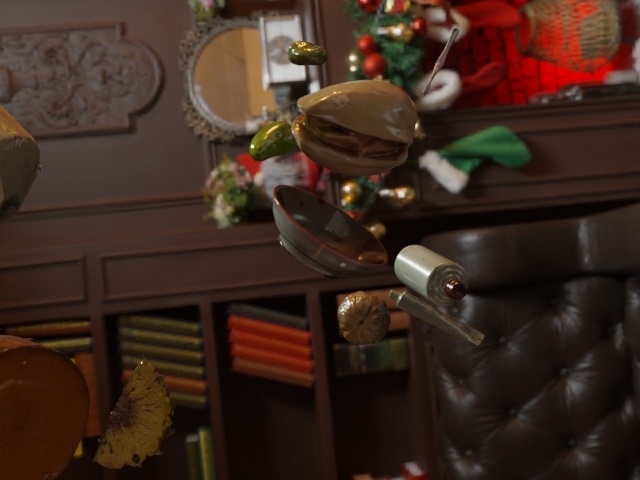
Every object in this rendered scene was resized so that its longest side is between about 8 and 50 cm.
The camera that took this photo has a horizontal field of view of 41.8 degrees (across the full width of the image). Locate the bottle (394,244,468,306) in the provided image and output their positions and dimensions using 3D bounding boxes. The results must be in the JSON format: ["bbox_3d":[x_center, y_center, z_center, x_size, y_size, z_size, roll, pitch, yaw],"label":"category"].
[{"bbox_3d":[0.258,0.083,1.890,0.245,0.104,0.104,-144,47,-69],"label":"bottle"}]

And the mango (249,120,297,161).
[{"bbox_3d":[-0.110,-0.232,1.953,0.165,0.091,0.074,-46,-45,-57],"label":"mango"}]

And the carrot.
[{"bbox_3d":[-0.506,0.284,1.331,0.307,0.100,0.258,-18,-76,-63],"label":"carrot"}]

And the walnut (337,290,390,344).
[{"bbox_3d":[0.124,0.221,2.382,0.184,0.155,0.155,-11,-85,-77],"label":"walnut"}]

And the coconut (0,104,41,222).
[{"bbox_3d":[-0.615,-0.133,1.460,0.244,0.239,0.239,49,166,8],"label":"coconut"}]

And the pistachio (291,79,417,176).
[{"bbox_3d":[0.074,-0.232,1.694,0.214,0.318,0.193,40,117,39],"label":"pistachio"}]

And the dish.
[{"bbox_3d":[0.000,0.000,1.620,0.085,0.260,0.260,-56,23,17],"label":"dish"}]

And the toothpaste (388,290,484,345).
[{"bbox_3d":[0.243,0.162,1.770,0.064,0.218,0.041,-30,-35,-63],"label":"toothpaste"}]

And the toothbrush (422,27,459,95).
[{"bbox_3d":[0.283,-0.421,1.962,0.204,0.017,0.022,-63,-5,-19],"label":"toothbrush"}]

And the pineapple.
[{"bbox_3d":[-0.384,0.409,1.885,0.164,0.140,0.249,77,-144,-70],"label":"pineapple"}]

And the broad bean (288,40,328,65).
[{"bbox_3d":[-0.021,-0.341,1.539,0.083,0.063,0.045,21,113,41],"label":"broad bean"}]
